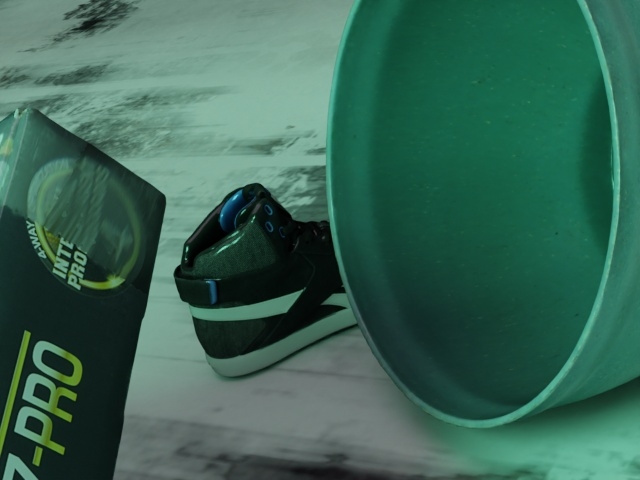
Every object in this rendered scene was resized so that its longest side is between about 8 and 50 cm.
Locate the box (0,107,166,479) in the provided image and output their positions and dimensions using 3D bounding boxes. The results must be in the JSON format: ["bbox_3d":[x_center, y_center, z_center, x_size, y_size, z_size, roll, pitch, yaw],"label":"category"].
[{"bbox_3d":[-0.248,0.154,0.659,0.395,0.097,0.318,-26,41,38],"label":"box"}]

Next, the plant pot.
[{"bbox_3d":[0.156,-0.045,0.829,0.196,0.293,0.293,-3,15,-28],"label":"plant pot"}]

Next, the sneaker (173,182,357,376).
[{"bbox_3d":[0.000,0.000,0.996,0.217,0.121,0.079,-28,27,-14],"label":"sneaker"}]
